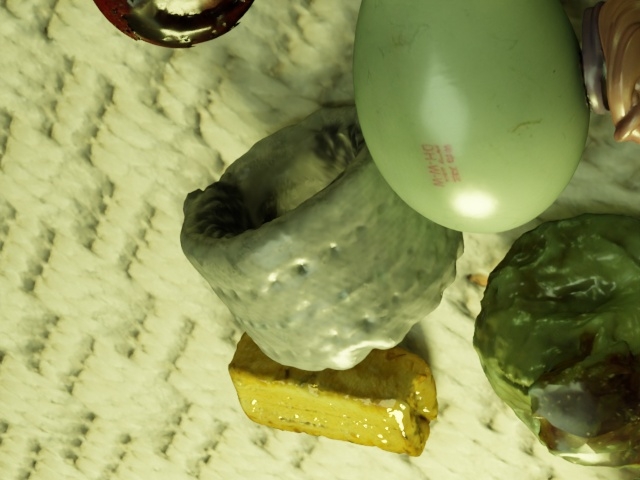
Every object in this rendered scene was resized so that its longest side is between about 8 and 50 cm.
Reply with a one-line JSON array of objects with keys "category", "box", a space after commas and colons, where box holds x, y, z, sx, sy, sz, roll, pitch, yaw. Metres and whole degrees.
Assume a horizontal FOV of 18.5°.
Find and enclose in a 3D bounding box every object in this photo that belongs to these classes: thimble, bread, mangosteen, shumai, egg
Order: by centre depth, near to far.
[{"category": "egg", "box": [0.116, -0.129, 1.542, 0.183, 0.183, 0.264, 3, 122, 32]}, {"category": "mangosteen", "box": [-0.120, -0.248, 1.608, 0.166, 0.180, 0.166, -1, 126, -2]}, {"category": "shumai", "box": [0.224, 0.127, 1.693, 0.225, 0.222, 0.260, 22, 142, 11]}, {"category": "thimble", "box": [0.000, 0.000, 1.719, 0.245, 0.217, 0.157, -3, 128, 53]}, {"category": "bread", "box": [0.014, 0.145, 1.951, 0.211, 0.083, 0.114, 12, 140, 25]}]

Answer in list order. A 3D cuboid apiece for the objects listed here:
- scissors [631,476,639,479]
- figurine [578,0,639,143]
[{"category": "scissors", "box": [0.331, 0.188, 1.699, 0.021, 0.212, 0.110, 56, 145, 22]}, {"category": "figurine", "box": [0.264, -0.137, 1.489, 0.157, 0.126, 0.114, -5, 169, 39]}]
